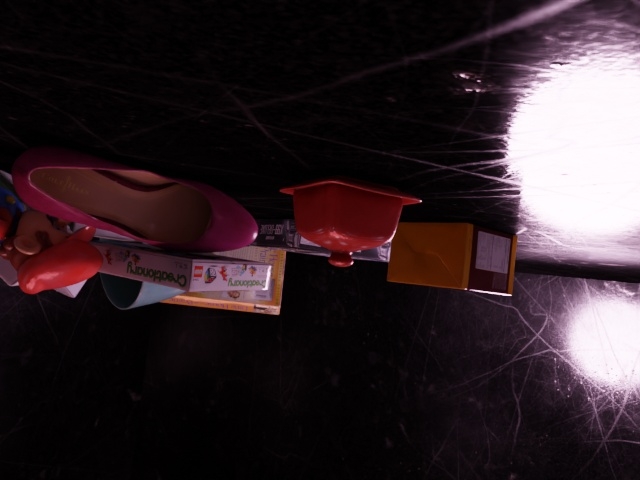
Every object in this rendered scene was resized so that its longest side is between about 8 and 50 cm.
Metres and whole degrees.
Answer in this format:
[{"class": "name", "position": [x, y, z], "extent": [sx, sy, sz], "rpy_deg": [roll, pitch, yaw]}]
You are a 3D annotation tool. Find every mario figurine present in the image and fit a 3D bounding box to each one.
[{"class": "mario figurine", "position": [-0.482, -0.052, 0.901], "extent": [0.320, 0.170, 0.198], "rpy_deg": [33, -160, -7]}]

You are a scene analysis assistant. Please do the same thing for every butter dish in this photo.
[{"class": "butter dish", "position": [0.034, -0.022, 0.804], "extent": [0.160, 0.118, 0.160], "rpy_deg": [10, 176, -30]}]

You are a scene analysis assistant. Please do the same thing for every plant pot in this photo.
[{"class": "plant pot", "position": [-0.492, 0.051, 1.715], "extent": [0.235, 0.293, 0.293], "rpy_deg": [-2, -177, -44]}]

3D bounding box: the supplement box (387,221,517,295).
[{"class": "supplement box", "position": [0.281, 0.039, 1.213], "extent": [0.194, 0.129, 0.191], "rpy_deg": [10, 175, -42]}]

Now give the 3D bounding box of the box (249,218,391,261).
[{"class": "box", "position": [0.000, 0.000, 1.520], "extent": [0.307, 0.076, 0.242], "rpy_deg": [9, 176, -37]}]

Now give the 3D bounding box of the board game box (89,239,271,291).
[{"class": "board game box", "position": [-0.266, 0.043, 1.012], "extent": [0.305, 0.053, 0.193], "rpy_deg": [7, -179, 34]}]

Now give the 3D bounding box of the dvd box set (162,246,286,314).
[{"class": "dvd box set", "position": [-0.331, 0.088, 1.928], "extent": [0.420, 0.307, 0.062], "rpy_deg": [6, 141, -5]}]

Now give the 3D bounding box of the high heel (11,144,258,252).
[{"class": "high heel", "position": [-0.250, -0.042, 0.845], "extent": [0.377, 0.127, 0.181], "rpy_deg": [12, -175, -26]}]

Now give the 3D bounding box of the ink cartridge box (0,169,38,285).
[{"class": "ink cartridge box", "position": [-0.601, -0.026, 1.141], "extent": [0.211, 0.121, 0.289], "rpy_deg": [47, 170, -7]}]

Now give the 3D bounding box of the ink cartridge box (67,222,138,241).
[{"class": "ink cartridge box", "position": [-0.398, -0.056, 1.112], "extent": [0.062, 0.109, 0.209], "rpy_deg": [4, 176, 36]}]

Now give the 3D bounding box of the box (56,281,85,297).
[{"class": "box", "position": [-0.720, 0.007, 1.416], "extent": [0.262, 0.126, 0.231], "rpy_deg": [24, 155, 4]}]
